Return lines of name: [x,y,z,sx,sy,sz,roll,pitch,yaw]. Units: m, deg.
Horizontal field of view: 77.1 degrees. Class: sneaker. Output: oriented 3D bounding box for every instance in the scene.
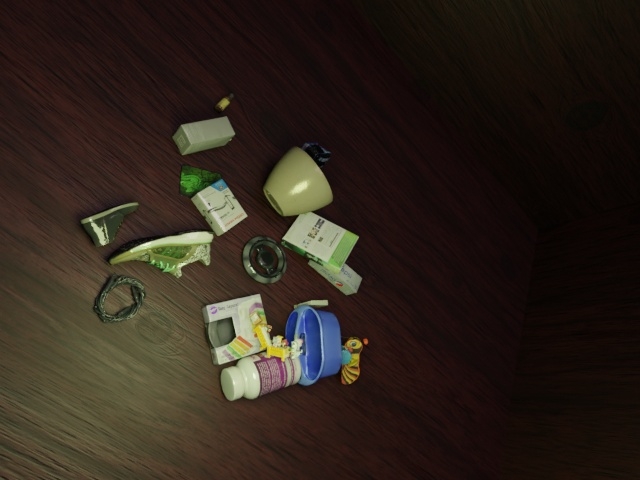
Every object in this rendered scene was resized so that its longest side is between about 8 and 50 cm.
sneaker: [-0.781,-0.065,1.525,0.222,0.083,0.118,-36,116,-46]
sneaker: [-0.600,0.068,1.575,0.411,0.158,0.181,-13,100,-34]

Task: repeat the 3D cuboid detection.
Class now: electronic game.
electronic game: [-0.258,0.090,1.871,0.230,0.048,0.229,14,65,-32]

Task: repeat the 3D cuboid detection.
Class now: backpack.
backpack: [-0.034,-0.448,2.160,0.116,0.158,0.173,51,36,11]

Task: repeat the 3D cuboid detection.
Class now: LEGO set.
LEGO set: [-0.179,0.403,1.659,0.107,0.287,0.132,-1,112,-50]

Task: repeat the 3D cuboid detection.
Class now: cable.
cable: [-0.734,0.221,1.477,0.151,0.047,0.184,35,54,-29]

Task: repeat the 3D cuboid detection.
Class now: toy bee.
toy bee: [0.155,0.537,1.931,0.195,0.162,0.298,-89,167,-67]

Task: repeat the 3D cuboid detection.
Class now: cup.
cup: [-0.133,-0.250,1.943,0.237,0.331,0.331,-38,100,-12]

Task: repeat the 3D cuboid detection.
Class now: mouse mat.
mouse mat: [-0.536,-0.254,1.807,0.190,0.007,0.152,10,69,-33]

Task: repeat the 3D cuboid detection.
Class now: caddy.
caddy: [-0.047,0.460,1.781,0.179,0.241,0.340,13,66,-43]

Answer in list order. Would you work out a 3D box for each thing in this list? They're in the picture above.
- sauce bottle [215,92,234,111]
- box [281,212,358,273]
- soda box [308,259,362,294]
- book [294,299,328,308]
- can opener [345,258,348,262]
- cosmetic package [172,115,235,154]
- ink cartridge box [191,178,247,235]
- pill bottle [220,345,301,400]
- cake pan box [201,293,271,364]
sauce bottle: [-0.470,-0.682,1.978,0.042,0.042,0.128,43,56,-18]
box: [0.000,0.000,2.000,0.322,0.058,0.232,27,55,8]
soda box: [0.078,0.158,2.074,0.286,0.091,0.098,40,53,-19]
book: [-0.047,0.305,1.895,0.096,0.144,0.035,6,71,-36]
can opener: [0.119,0.053,2.122,0.059,0.073,0.186,41,24,-22]
cosmetic package: [-0.523,-0.474,1.815,0.238,0.127,0.107,-31,95,-41]
ink cartridge box: [-0.446,-0.145,1.781,0.148,0.086,0.203,-43,104,-37]
pill bottle: [-0.244,0.548,1.649,0.302,0.169,0.169,-5,78,-39]
cake pan box: [-0.354,0.370,1.694,0.267,0.070,0.245,-6,77,-38]
